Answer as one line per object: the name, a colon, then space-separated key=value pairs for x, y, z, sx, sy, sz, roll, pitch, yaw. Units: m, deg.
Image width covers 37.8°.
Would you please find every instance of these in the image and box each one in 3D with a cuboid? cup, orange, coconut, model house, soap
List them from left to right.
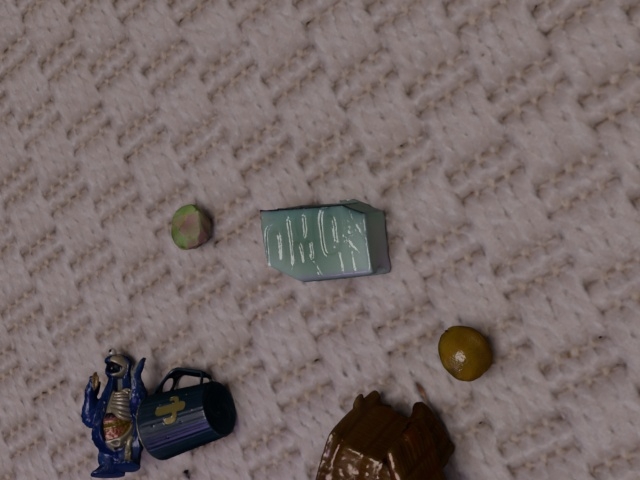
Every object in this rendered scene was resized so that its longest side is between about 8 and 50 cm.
cup: x=-0.257 y=0.326 z=1.822 sx=0.155 sy=0.131 sz=0.176 roll=-19 pitch=56 yaw=25
coconut: x=-0.255 y=-0.021 z=1.832 sx=0.082 sy=0.081 sz=0.083 roll=-44 pitch=49 yaw=-13
soap: x=0.000 y=0.000 z=1.671 sx=0.230 sy=0.091 sz=0.145 roll=-8 pitch=87 yaw=30
model house: x=0.120 y=0.394 z=1.549 sx=0.229 sy=0.199 sz=0.220 roll=23 pitch=114 yaw=26
orange: x=0.236 y=0.184 z=1.537 sx=0.085 sy=0.085 sz=0.095 roll=-47 pitch=73 yaw=23

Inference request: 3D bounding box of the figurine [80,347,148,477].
figurine: x=-0.407 y=0.354 z=1.914 sx=0.164 sy=0.120 sz=0.262 roll=-4 pitch=73 yaw=31
